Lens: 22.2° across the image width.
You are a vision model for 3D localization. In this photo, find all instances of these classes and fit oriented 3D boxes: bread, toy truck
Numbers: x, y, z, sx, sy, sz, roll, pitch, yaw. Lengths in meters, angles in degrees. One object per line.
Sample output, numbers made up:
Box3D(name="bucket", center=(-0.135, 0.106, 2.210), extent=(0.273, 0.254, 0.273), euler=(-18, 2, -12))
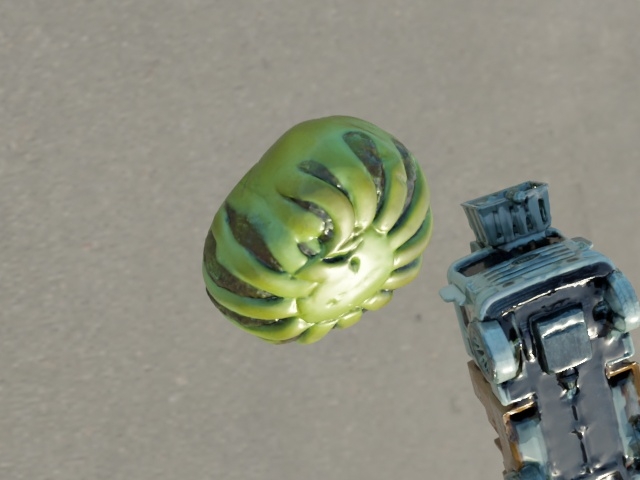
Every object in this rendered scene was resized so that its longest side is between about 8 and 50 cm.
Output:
Box3D(name="bread", center=(0.000, 0.000, 0.908), extent=(0.071, 0.139, 0.130), euler=(56, 1, 41))
Box3D(name="toy truck", center=(0.187, 0.117, 1.367), extent=(0.133, 0.184, 0.338), euler=(-21, 114, -9))
